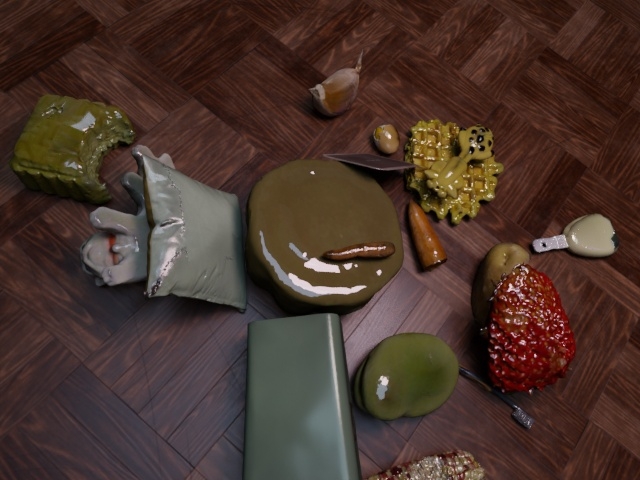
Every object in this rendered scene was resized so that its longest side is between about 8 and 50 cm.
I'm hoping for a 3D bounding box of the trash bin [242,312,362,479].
[{"bbox_3d":[-0.041,0.337,0.959,0.223,0.158,0.343,-6,68,5],"label":"trash bin"}]

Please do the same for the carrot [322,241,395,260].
[{"bbox_3d":[0.083,0.023,0.989,0.165,0.035,0.035,-4,70,-14],"label":"carrot"}]

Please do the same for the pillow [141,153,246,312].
[{"bbox_3d":[-0.270,-0.004,1.025,0.119,0.310,0.312,-17,70,27],"label":"pillow"}]

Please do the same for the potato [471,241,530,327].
[{"bbox_3d":[0.453,0.104,1.166,0.098,0.138,0.243,17,65,2],"label":"potato"}]

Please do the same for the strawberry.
[{"bbox_3d":[0.476,0.216,1.050,0.234,0.138,0.306,-27,116,-10],"label":"strawberry"}]

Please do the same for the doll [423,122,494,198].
[{"bbox_3d":[0.378,-0.214,1.240,0.117,0.086,0.291,38,64,9],"label":"doll"}]

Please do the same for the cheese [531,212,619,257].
[{"bbox_3d":[0.703,-0.003,1.294,0.252,0.054,0.127,-8,71,-12],"label":"cheese"}]

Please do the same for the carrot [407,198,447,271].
[{"bbox_3d":[0.271,-0.023,1.221,0.072,0.072,0.205,-10,68,-13],"label":"carrot"}]

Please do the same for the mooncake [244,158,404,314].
[{"bbox_3d":[0.000,0.000,1.104,0.379,0.201,0.378,5,68,-13],"label":"mooncake"}]

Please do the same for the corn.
[{"bbox_3d":[0.217,0.519,0.987,0.290,0.098,0.098,-12,72,-12],"label":"corn"}]

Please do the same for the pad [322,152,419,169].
[{"bbox_3d":[0.134,-0.203,1.177,0.176,0.266,0.002,18,109,27],"label":"pad"}]

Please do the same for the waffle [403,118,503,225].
[{"bbox_3d":[0.357,-0.202,1.310,0.307,0.060,0.312,38,66,7],"label":"waffle"}]

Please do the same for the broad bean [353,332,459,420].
[{"bbox_3d":[0.196,0.309,1.063,0.263,0.121,0.189,-12,76,-25],"label":"broad bean"}]

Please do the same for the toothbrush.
[{"bbox_3d":[0.381,0.340,1.124,0.321,0.023,0.031,39,59,7],"label":"toothbrush"}]

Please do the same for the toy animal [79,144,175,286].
[{"bbox_3d":[-0.435,-0.047,1.067,0.266,0.188,0.307,-14,82,-47],"label":"toy animal"}]

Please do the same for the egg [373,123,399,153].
[{"bbox_3d":[0.187,-0.283,1.304,0.071,0.071,0.083,-11,76,-14],"label":"egg"}]

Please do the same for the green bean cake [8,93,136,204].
[{"bbox_3d":[-0.591,-0.225,1.121,0.233,0.124,0.236,13,67,-5],"label":"green bean cake"}]

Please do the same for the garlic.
[{"bbox_3d":[0.056,-0.433,1.308,0.198,0.128,0.090,-40,64,-18],"label":"garlic"}]
